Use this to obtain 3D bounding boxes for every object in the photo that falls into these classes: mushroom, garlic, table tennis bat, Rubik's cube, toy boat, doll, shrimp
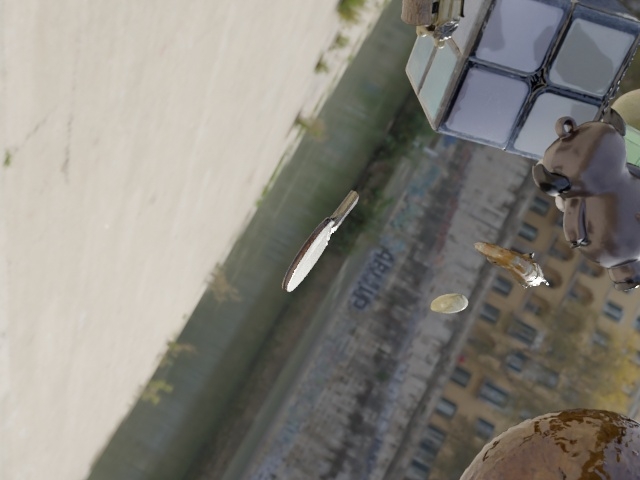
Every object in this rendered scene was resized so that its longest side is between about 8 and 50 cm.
[{"bbox_3d":[0.314,0.346,1.234,0.356,0.334,0.331,-77,180,-57],"label":"mushroom"},{"bbox_3d":[0.284,0.136,2.120,0.053,0.083,0.041,-31,-114,61],"label":"garlic"},{"bbox_3d":[0.000,0.000,1.715,0.220,0.019,0.130,-53,169,-23],"label":"table tennis bat"},{"bbox_3d":[0.375,-0.364,1.894,0.318,0.313,0.316,-101,-153,-58],"label":"Rubik's cube"},{"bbox_3d":[0.158,-0.378,1.367,0.088,0.068,0.226,-19,130,-26],"label":"toy boat"},{"bbox_3d":[0.400,-0.063,1.398,0.182,0.257,0.117,-39,-172,-26],"label":"doll"},{"bbox_3d":[0.260,0.036,1.355,0.162,0.095,0.045,28,75,-59],"label":"shrimp"}]

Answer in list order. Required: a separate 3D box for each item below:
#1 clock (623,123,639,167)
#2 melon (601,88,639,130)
[{"bbox_3d":[0.577,-0.108,1.625,0.066,0.211,0.159,-56,-152,13],"label":"clock"},{"bbox_3d":[0.800,-0.203,2.289,0.268,0.330,0.268,-54,175,-7],"label":"melon"}]
